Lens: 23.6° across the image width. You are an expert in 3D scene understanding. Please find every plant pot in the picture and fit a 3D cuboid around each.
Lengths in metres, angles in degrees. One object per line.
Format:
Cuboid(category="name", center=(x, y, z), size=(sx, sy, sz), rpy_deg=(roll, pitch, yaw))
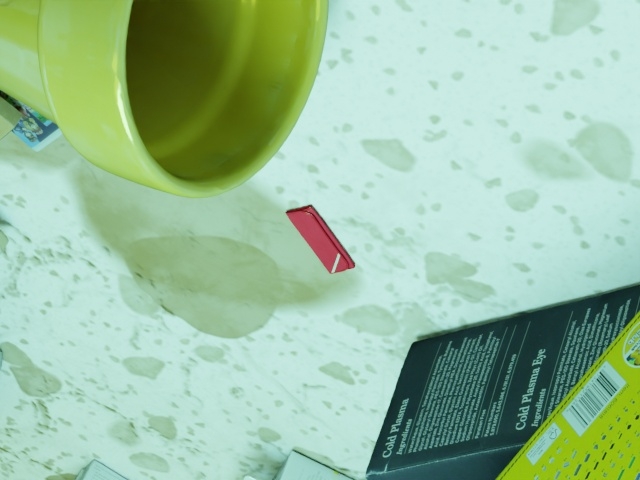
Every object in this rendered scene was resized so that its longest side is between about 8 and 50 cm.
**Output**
Cuboid(category="plant pot", center=(-0.159, -0.182, 1.196), size=(0.239, 0.254, 0.254), rpy_deg=(18, 142, 33))

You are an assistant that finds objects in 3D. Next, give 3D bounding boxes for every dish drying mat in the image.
Cuboid(category="dish drying mat", center=(0.000, 0.000, 1.476), size=(0.032, 0.008, 0.083), rpy_deg=(-12, 128, 36))

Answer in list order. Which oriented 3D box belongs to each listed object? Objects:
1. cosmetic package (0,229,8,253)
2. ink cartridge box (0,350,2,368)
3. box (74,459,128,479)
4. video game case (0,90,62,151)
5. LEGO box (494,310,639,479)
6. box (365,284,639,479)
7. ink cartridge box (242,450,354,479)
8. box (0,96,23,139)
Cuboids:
Cuboid(category="cosmetic package", center=(-0.474, -0.063, 1.531), size=(0.160, 0.113, 0.309), rpy_deg=(1, 138, 36))
Cuboid(category="ink cartridge box", center=(-0.476, 0.193, 1.670), size=(0.122, 0.211, 0.289), rpy_deg=(15, 173, 12))
Cuboid(category="box", center=(-0.176, 0.395, 1.945), size=(0.324, 0.067, 0.063), rpy_deg=(33, 139, -12))
Cuboid(category="video game case", center=(-0.271, -0.183, 1.399), size=(0.183, 0.023, 0.201), rpy_deg=(42, 136, -20))
Cuboid(category="LEGO box", center=(0.351, 0.250, 1.199), size=(0.372, 0.193, 0.500), rpy_deg=(34, 101, -24))
Cuboid(category="box", center=(0.277, 0.235, 1.464), size=(0.313, 0.179, 0.343), rpy_deg=(-18, 124, 36))
Cuboid(category="ink cartridge box", center=(-0.011, 0.310, 1.774), size=(0.181, 0.061, 0.104), rpy_deg=(26, 139, -4))
Cuboid(category="box", center=(-0.395, -0.152, 1.468), size=(0.201, 0.021, 0.164), rpy_deg=(41, 147, -16))
